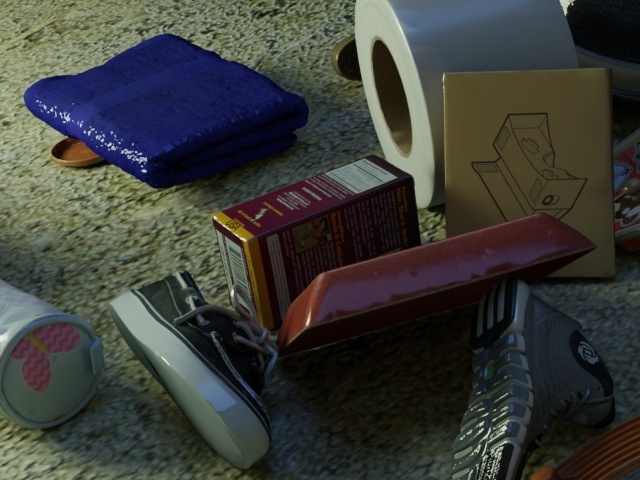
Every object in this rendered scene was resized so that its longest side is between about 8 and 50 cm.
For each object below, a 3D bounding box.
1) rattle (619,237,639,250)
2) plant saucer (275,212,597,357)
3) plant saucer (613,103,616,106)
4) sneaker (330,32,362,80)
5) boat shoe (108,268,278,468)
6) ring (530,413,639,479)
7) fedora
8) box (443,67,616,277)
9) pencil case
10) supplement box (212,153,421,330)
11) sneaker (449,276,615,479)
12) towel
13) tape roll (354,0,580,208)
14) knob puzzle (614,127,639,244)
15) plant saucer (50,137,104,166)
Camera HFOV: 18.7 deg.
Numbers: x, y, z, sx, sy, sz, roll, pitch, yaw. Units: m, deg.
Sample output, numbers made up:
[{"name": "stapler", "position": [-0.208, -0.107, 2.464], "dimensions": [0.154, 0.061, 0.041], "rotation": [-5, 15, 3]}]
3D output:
[{"name": "rattle", "position": [0.405, -0.030, 1.915], "dimensions": [0.199, 0.143, 0.130], "rotation": [-48, 38, 6]}, {"name": "plant saucer", "position": [0.087, 0.038, 1.720], "dimensions": [0.259, 0.047, 0.258], "rotation": [-16, -7, -10]}, {"name": "plant saucer", "position": [0.223, -0.191, 2.268], "dimensions": [0.278, 0.041, 0.278], "rotation": [-9, 28, 5]}, {"name": "sneaker", "position": [0.086, -0.247, 2.402], "dimensions": [0.192, 0.064, 0.086], "rotation": [-22, 22, -22]}, {"name": "boat shoe", "position": [-0.094, 0.103, 1.736], "dimensions": [0.105, 0.113, 0.306], "rotation": [-32, 23, -11]}, {"name": "ring", "position": [0.226, 0.210, 1.361], "dimensions": [0.336, 0.032, 0.336], "rotation": [-31, 19, 12]}, {"name": "fedora", "position": [0.344, -0.283, 2.199], "dimensions": [0.334, 0.152, 0.334], "rotation": [6, 31, -3]}, {"name": "box", "position": [0.201, -0.064, 1.870], "dimensions": [0.164, 0.201, 0.021], "rotation": [-1, 2, 17]}, {"name": "pencil case", "position": [-0.319, 0.085, 1.847], "dimensions": [0.124, 0.113, 0.273], "rotation": [-5, 20, -37]}, {"name": "supplement box", "position": [0.000, 0.000, 1.907], "dimensions": [0.188, 0.104, 0.081], "rotation": [-22, 29, -22]}, {"name": "sneaker", "position": [0.186, 0.147, 1.591], "dimensions": [0.086, 0.132, 0.228], "rotation": [-35, 36, 50]}, {"name": "towel", "position": [-0.181, -0.146, 2.273], "dimensions": [0.228, 0.076, 0.308], "rotation": [-25, 32, -26]}, {"name": "tape roll", "position": [0.152, -0.170, 2.028], "dimensions": [0.169, 0.246, 0.246], "rotation": [-16, 28, -11]}, {"name": "knob puzzle", "position": [0.314, -0.064, 1.909], "dimensions": [0.213, 0.030, 0.213], "rotation": [-34, 23, 17]}, {"name": "plant saucer", "position": [-0.279, -0.107, 2.304], "dimensions": [0.083, 0.013, 0.083], "rotation": [-7, 27, 4]}]
